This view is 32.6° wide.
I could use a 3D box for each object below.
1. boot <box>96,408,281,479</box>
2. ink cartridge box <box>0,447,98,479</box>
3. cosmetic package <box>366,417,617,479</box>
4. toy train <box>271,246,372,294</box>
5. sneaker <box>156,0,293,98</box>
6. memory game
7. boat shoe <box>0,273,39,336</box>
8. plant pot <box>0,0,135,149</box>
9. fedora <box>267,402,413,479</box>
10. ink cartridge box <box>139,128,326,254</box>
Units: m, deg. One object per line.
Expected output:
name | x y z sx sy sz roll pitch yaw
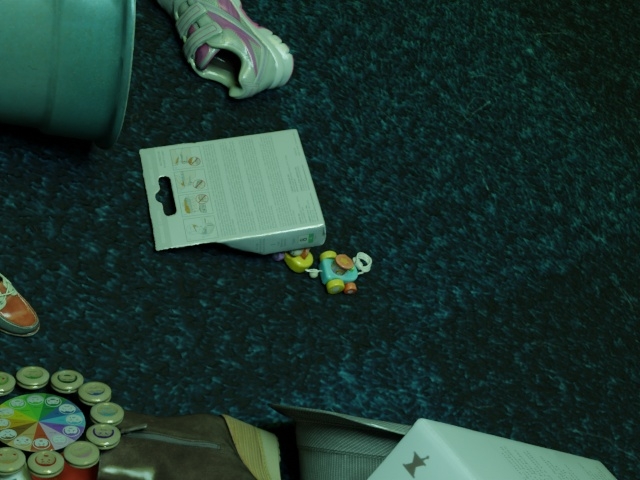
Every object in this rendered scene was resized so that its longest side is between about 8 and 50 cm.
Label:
boot | -0.139 0.275 1.177 0.207 0.090 0.248 11 27 -15
ink cartridge box | -0.265 0.339 1.100 0.239 0.060 0.275 -13 64 -36
cosmetic package | 0.234 0.346 1.154 0.453 0.161 0.230 24 19 -51
toy train | 0.000 0.000 1.524 0.166 0.046 0.125 35 46 -2
sneaker | -0.160 -0.309 1.628 0.252 0.103 0.111 41 44 5
memory game | -0.302 0.189 1.167 0.186 0.012 0.186 9 28 -5
boat shoe | -0.377 0.058 1.259 0.137 0.043 0.049 40 44 0
plant pot | -0.418 -0.285 1.321 0.334 0.341 0.341 1 56 -21
fedora | 0.066 0.269 1.269 0.275 0.244 0.124 14 78 -36
ink cartridge box | -0.121 -0.059 1.490 0.225 0.056 0.181 -10 54 -8
